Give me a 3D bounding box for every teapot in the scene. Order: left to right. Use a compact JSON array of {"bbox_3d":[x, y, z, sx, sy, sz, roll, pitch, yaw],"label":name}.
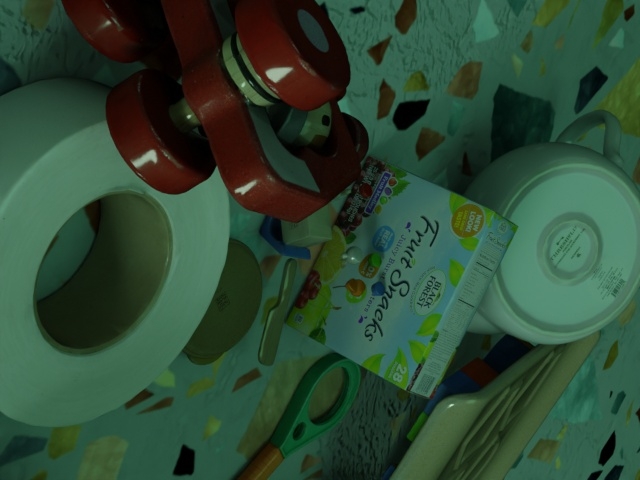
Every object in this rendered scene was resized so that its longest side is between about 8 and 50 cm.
[{"bbox_3d":[0.256,-0.009,1.711,0.256,0.187,0.252,-12,104,-16],"label":"teapot"}]

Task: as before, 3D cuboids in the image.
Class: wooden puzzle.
[{"bbox_3d":[0.173,0.241,1.773,0.348,0.080,0.322,-20,144,-51],"label":"wooden puzzle"}]

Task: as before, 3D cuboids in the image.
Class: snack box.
[{"bbox_3d":[0.085,0.037,1.526,0.070,0.174,0.207,24,93,-56],"label":"snack box"}]

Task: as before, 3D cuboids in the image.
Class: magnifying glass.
[{"bbox_3d":[-0.033,0.220,1.623,0.231,0.026,0.092,-46,141,-22],"label":"magnifying glass"}]

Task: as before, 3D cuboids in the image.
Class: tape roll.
[{"bbox_3d":[-0.209,0.009,1.209,0.286,0.100,0.286,-28,131,-38],"label":"tape roll"}]

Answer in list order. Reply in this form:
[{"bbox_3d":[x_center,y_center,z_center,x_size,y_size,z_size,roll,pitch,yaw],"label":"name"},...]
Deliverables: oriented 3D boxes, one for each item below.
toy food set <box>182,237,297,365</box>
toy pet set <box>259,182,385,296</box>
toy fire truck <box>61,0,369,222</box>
[{"bbox_3d":[-0.111,0.060,1.424,0.192,0.038,0.132,11,96,-48],"label":"toy food set"},{"bbox_3d":[0.000,0.000,1.481,0.114,0.065,0.122,10,69,-47],"label":"toy pet set"},{"bbox_3d":[-0.050,-0.153,1.158,0.169,0.302,0.254,-32,158,25],"label":"toy fire truck"}]
